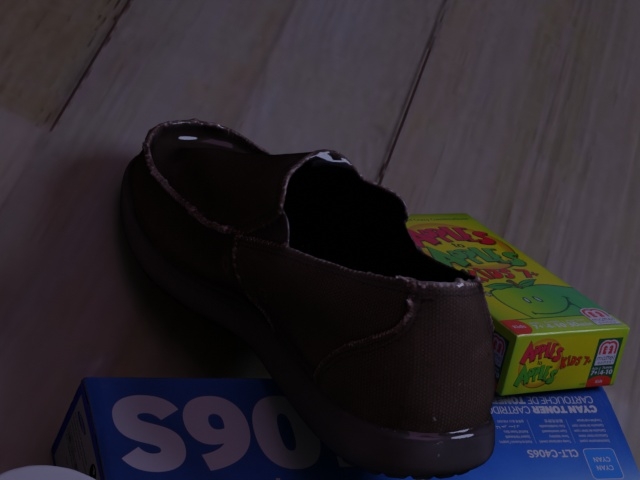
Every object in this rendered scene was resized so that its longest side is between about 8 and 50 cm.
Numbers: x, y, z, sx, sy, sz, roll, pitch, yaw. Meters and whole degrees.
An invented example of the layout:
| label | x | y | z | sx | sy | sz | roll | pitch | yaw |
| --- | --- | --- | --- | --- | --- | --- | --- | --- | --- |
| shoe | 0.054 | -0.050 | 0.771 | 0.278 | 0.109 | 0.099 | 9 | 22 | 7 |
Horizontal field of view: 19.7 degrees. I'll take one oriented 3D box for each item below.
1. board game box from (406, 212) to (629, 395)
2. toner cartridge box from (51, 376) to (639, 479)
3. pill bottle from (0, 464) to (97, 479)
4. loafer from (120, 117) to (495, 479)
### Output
| label | x | y | z | sx | sy | sz | roll | pitch | yaw |
| --- | --- | --- | --- | --- | --- | --- | --- | --- | --- |
| board game box | 0.105 | 0.037 | 1.198 | 0.092 | 0.043 | 0.181 | -2 | 26 | -33 |
| toner cartridge box | 0.030 | 0.165 | 1.077 | 0.348 | 0.075 | 0.165 | 2 | 50 | -25 |
| pill bottle | -0.150 | 0.198 | 0.860 | 0.117 | 0.208 | 0.117 | 14 | 46 | -15 |
| loafer | 0.000 | 0.000 | 1.108 | 0.134 | 0.130 | 0.366 | -3 | 27 | -35 |
